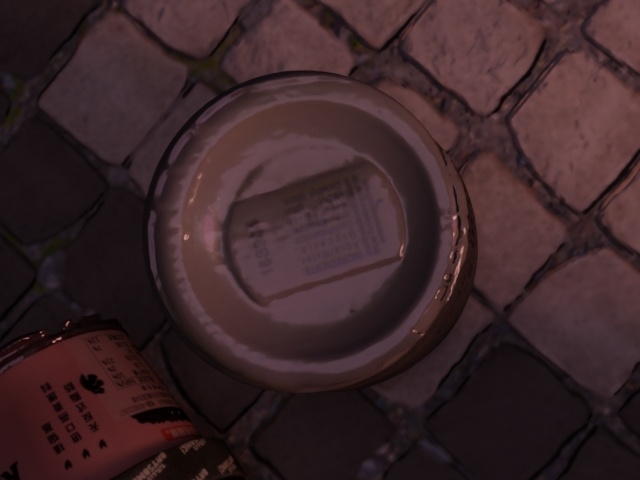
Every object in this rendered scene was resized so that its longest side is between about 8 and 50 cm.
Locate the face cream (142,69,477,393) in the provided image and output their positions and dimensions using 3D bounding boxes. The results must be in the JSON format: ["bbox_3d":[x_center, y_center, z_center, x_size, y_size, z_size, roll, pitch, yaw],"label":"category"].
[{"bbox_3d":[0.000,0.000,0.786,0.177,0.153,0.177,-1,86,9],"label":"face cream"}]

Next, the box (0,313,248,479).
[{"bbox_3d":[-0.139,0.129,0.808,0.151,0.151,0.135,-35,72,6],"label":"box"}]
